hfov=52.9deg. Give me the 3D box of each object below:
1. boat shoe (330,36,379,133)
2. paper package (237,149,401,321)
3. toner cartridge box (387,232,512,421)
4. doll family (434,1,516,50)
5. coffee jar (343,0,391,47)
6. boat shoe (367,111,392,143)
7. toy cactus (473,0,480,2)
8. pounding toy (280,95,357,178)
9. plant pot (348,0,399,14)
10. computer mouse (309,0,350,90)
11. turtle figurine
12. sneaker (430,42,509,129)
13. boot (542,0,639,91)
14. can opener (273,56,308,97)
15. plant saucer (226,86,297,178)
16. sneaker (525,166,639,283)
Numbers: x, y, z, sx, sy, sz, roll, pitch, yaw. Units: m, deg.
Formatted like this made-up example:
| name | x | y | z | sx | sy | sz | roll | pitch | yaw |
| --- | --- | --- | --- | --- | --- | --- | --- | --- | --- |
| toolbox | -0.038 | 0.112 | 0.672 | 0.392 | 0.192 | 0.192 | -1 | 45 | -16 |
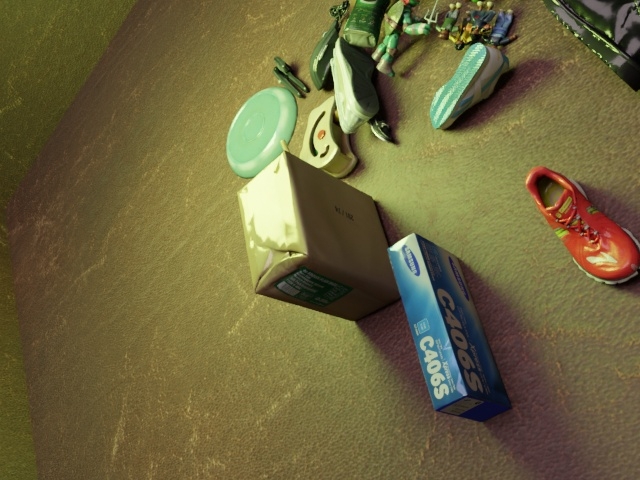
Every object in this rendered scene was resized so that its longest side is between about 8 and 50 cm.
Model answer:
| name | x | y | z | sx | sy | sz | roll | pitch | yaw |
| --- | --- | --- | --- | --- | --- | --- | --- | --- | --- |
| boat shoe | 0.079 | -0.426 | 1.726 | 0.103 | 0.118 | 0.320 | -44 | 42 | 39 |
| paper package | 0.000 | 0.000 | 1.459 | 0.168 | 0.325 | 0.309 | -37 | 50 | 29 |
| toner cartridge box | 0.245 | 0.164 | 1.250 | 0.075 | 0.165 | 0.347 | -34 | 51 | 28 |
| doll family | 0.364 | -0.493 | 1.511 | 0.193 | 0.076 | 0.111 | 13 | 76 | 45 |
| coffee jar | 0.130 | -0.616 | 1.733 | 0.096 | 0.079 | 0.184 | 14 | 74 | 13 |
| boat shoe | 0.156 | -0.292 | 1.648 | 0.038 | 0.046 | 0.125 | -51 | 35 | 22 |
| toy cactus | 0.410 | -0.650 | 1.530 | 0.180 | 0.112 | 0.219 | -51 | 34 | 1 |
| pounding toy | 0.001 | -0.259 | 1.704 | 0.154 | 0.155 | 0.269 | -5 | 68 | 49 |
| plant pot | 0.176 | -0.730 | 1.844 | 0.236 | 0.032 | 0.236 | -22 | 57 | 38 |
| computer mouse | 0.011 | -0.575 | 1.881 | 0.184 | 0.060 | 0.262 | -108 | 36 | -71 |
| turtle figurine | 0.215 | -0.545 | 1.636 | 0.234 | 0.118 | 0.175 | -58 | 8 | 32 |
| sneaker | 0.334 | -0.336 | 1.461 | 0.228 | 0.092 | 0.087 | -53 | 42 | 42 |
| boot | 0.600 | -0.476 | 1.215 | 0.260 | 0.131 | 0.348 | -47 | 55 | 28 |
| can opener | -0.097 | -0.496 | 1.992 | 0.059 | 0.073 | 0.186 | -42 | 55 | 12 |
| plant saucer | -0.200 | -0.351 | 2.037 | 0.318 | 0.044 | 0.317 | -21 | 57 | 37 |
| sneaker | 0.458 | -0.032 | 1.161 | 0.107 | 0.118 | 0.279 | -48 | 44 | 19 |
